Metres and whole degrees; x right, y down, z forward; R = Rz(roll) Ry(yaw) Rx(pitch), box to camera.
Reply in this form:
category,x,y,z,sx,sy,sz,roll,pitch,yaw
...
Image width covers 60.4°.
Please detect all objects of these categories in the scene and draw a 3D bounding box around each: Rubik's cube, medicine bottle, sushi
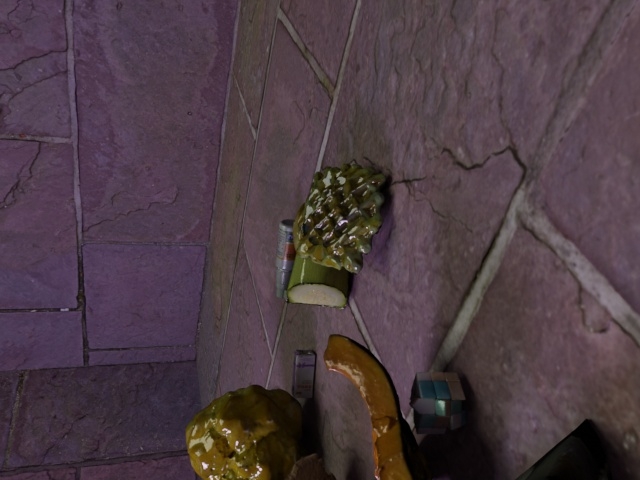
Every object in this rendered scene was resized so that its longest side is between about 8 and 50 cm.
category,x,y,z,sx,sy,sz,roll,pitch,yaw
Rubik's cube,0.161,0.229,0.751,0.073,0.075,0.084,-96,-8,-53
medicine bottle,-0.082,0.059,1.485,0.092,0.061,0.220,33,123,45
sushi,0.215,0.317,0.560,0.109,0.134,0.272,46,131,26

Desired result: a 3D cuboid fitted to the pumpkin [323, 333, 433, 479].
category,x,y,z,sx,sy,sz,roll,pitch,yaw
pumpkin,0.097,0.304,0.745,0.258,0.095,0.290,-97,-14,-63

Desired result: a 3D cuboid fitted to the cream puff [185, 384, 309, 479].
category,x,y,z,sx,sy,sz,roll,pitch,yaw
cream puff,-0.160,0.528,1.328,0.257,0.291,0.324,-119,23,-43

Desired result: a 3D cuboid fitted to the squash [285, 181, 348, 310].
category,x,y,z,sx,sy,sz,roll,pitch,yaw
squash,0.011,0.002,1.151,0.137,0.137,0.287,-172,91,-70

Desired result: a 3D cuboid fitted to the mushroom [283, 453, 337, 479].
category,x,y,z,sx,sy,sz,roll,pitch,yaw
mushroom,0.044,0.538,0.999,0.302,0.233,0.207,8,72,48

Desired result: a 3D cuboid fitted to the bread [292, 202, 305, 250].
category,x,y,z,sx,sy,sz,roll,pitch,yaw
bread,-0.010,-0.009,1.261,0.094,0.083,0.157,13,101,58

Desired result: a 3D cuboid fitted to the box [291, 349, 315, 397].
category,x,y,z,sx,sy,sz,roll,pitch,yaw
box,-0.042,0.331,1.365,0.036,0.051,0.117,-142,53,-75

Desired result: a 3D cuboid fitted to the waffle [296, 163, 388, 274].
category,x,y,z,sx,sy,sz,roll,pitch,yaw
waffle,0.035,-0.050,1.038,0.223,0.054,0.203,14,83,50
